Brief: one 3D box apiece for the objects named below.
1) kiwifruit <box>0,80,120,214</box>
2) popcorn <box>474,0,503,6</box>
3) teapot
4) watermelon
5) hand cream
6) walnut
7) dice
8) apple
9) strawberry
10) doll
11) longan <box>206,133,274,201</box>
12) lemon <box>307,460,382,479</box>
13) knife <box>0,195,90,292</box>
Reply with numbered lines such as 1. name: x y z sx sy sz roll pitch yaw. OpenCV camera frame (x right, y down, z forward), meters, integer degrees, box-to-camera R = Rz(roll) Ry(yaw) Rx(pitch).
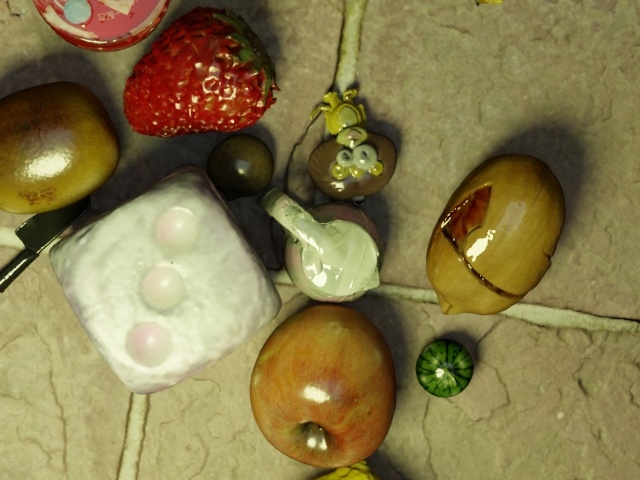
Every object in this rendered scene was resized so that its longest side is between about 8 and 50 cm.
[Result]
1. kiwifruit: -0.429 -0.138 1.761 0.234 0.196 0.196 -24 97 -4
2. popcorn: 0.271 -0.414 1.882 0.084 0.084 0.084 -1 94 -6
3. teapot: 0.014 -0.004 1.825 0.163 0.178 0.221 -24 96 -5
4. watermelon: 0.204 0.210 1.901 0.109 0.109 0.109 -1 94 -6
5. hand cream: -0.337 -0.403 1.771 0.230 0.149 0.230 0 92 -6
6. walnut: 0.280 0.001 1.853 0.203 0.203 0.298 24 108 -8
7. dice: -0.233 0.056 1.755 0.270 0.270 0.271 -32 97 -4
8. apple: 0.012 0.227 1.823 0.254 0.253 0.253 -1 94 -6
9. strawberry: -0.199 -0.247 1.800 0.244 0.205 0.205 -27 97 18
10. doll: 0.039 -0.148 1.863 0.145 0.096 0.188 -32 87 -11
11. longan: -0.128 -0.116 1.842 0.113 0.092 0.113 -2 97 -20
12. lemon: 0.027 0.510 1.826 0.268 0.268 0.321 13 97 -7
13. knife: -0.453 -0.011 1.853 0.230 0.028 0.060 -43 85 -3
